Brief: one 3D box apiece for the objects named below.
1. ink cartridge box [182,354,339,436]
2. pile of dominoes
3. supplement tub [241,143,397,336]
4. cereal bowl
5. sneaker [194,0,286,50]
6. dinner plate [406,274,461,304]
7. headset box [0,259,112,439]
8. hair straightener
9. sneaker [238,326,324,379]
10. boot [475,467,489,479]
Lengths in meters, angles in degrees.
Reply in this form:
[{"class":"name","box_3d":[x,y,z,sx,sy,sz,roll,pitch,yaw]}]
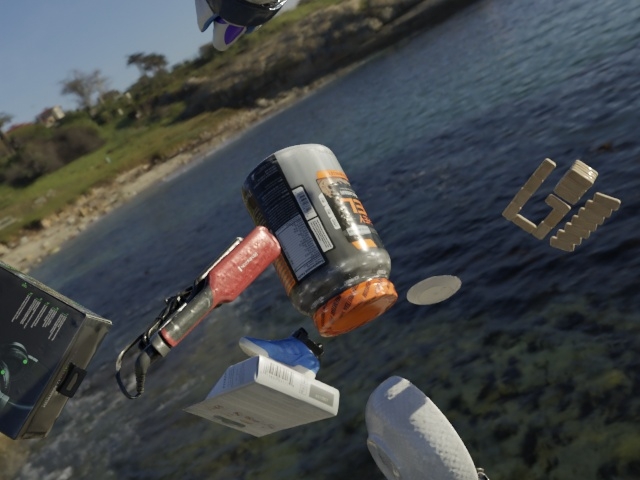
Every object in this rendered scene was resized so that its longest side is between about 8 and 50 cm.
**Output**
[{"class":"ink cartridge box","box_3d":[-0.111,0.290,1.437,0.232,0.189,0.066,-24,47,45]},{"class":"pile of dominoes","box_3d":[0.568,-0.085,1.851,0.040,0.196,0.251,-51,-8,-33]},{"class":"supplement tub","box_3d":[0.000,0.000,1.508,0.207,0.337,0.207,-24,-20,-9]},{"class":"cereal bowl","box_3d":[0.215,0.502,1.877,0.141,0.338,0.339,-33,13,-18]},{"class":"sneaker","box_3d":[-0.062,-0.313,0.965,0.130,0.322,0.236,2,-48,-31]},{"class":"dinner plate","box_3d":[0.286,0.129,1.967,0.141,0.141,0.017,-26,56,16]},{"class":"headset box","box_3d":[-0.554,0.190,1.411,0.246,0.283,0.131,-62,-11,-9]},{"class":"hair straightener","box_3d":[-0.131,0.074,0.802,0.089,0.047,0.230,-24,23,48]},{"class":"sneaker","box_3d":[-0.067,0.191,1.432,0.058,0.152,0.084,107,-171,-67]},{"class":"boot","box_3d":[0.363,0.713,1.889,0.262,0.091,0.229,-100,31,-49]}]
